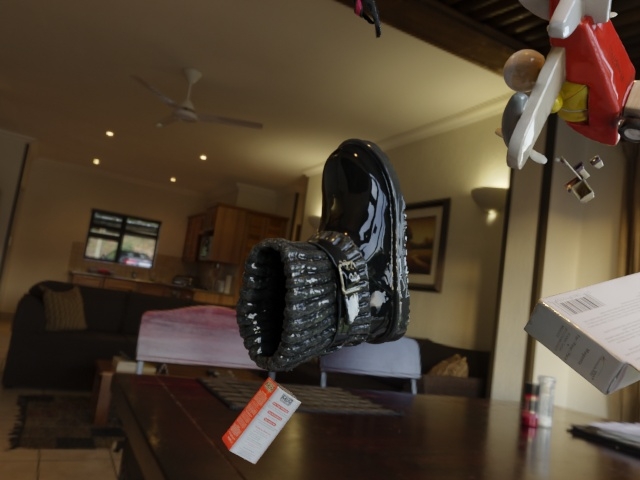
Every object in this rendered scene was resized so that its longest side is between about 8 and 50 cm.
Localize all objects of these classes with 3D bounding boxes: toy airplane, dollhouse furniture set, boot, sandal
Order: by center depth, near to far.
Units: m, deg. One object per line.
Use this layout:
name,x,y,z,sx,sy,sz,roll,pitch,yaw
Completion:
boot,0.003,0.000,0.731,0.260,0.347,0.131,3,-17,-42
sandal,0.071,-0.429,0.889,0.040,0.067,0.179,-16,-27,16
toy airplane,0.460,-0.348,0.966,0.386,0.384,0.272,-18,18,-31
dollhouse furniture set,0.548,-0.144,1.067,0.081,0.114,0.091,41,-62,-16

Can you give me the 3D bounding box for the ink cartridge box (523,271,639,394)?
ink cartridge box,0.445,0.139,0.641,0.275,0.060,0.239,-7,35,-30

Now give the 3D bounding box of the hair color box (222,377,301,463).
hair color box,-0.110,0.338,0.951,0.072,0.141,0.043,45,-11,-32
